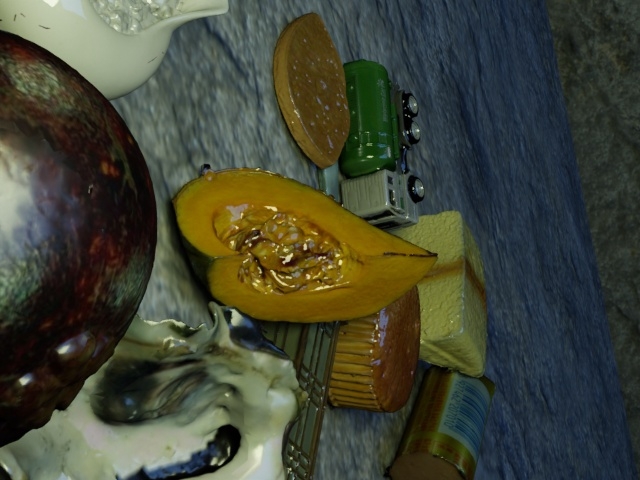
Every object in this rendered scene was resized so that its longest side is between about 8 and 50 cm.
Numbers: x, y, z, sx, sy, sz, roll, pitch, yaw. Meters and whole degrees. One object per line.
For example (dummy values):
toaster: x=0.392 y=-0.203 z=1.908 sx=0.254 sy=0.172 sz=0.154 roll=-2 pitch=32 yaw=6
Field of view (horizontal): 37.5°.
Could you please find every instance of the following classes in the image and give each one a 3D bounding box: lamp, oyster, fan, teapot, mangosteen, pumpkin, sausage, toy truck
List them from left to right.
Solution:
mangosteen: x=-0.242 y=-0.008 z=0.551 sx=0.288 sy=0.288 sz=0.288 roll=29 pitch=57 yaw=-57
teapot: x=-0.207 y=-0.223 z=0.793 sx=0.300 sy=0.166 sz=0.208 roll=-14 pitch=107 yaw=-73
oyster: x=-0.134 y=0.161 z=0.822 sx=0.351 sy=0.115 sz=0.238 roll=9 pitch=91 yaw=-46
lamp: x=-0.046 y=0.205 z=1.032 sx=0.089 sy=0.090 sz=0.325 roll=53 pitch=39 yaw=-44
pumpkin: x=-0.033 y=0.001 z=1.046 sx=0.163 sy=0.279 sz=0.111 roll=-110 pitch=-152 yaw=-44
fan: x=0.008 y=-0.073 z=1.300 sx=0.057 sy=0.023 sz=0.282 roll=29 pitch=55 yaw=-59
toy truck: x=0.078 y=-0.138 z=1.370 sx=0.125 sy=0.101 sz=0.242 roll=18 pitch=63 yaw=-56
sausage: x=0.194 y=0.275 z=1.451 sx=0.317 sy=0.125 sz=0.117 roll=-57 pitch=132 yaw=-57

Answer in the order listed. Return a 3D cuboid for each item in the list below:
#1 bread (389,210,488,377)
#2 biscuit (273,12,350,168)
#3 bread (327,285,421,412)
bread: x=0.185 y=0.098 z=1.470 sx=0.178 sy=0.135 sz=0.240 roll=55 pitch=32 yaw=-47
biscuit: x=-0.012 y=-0.205 z=1.276 sx=0.142 sy=0.029 sz=0.220 roll=1 pitch=79 yaw=-53
bread: x=0.072 y=0.128 z=1.240 sx=0.199 sy=0.104 sz=0.199 roll=2 pitch=90 yaw=-67
